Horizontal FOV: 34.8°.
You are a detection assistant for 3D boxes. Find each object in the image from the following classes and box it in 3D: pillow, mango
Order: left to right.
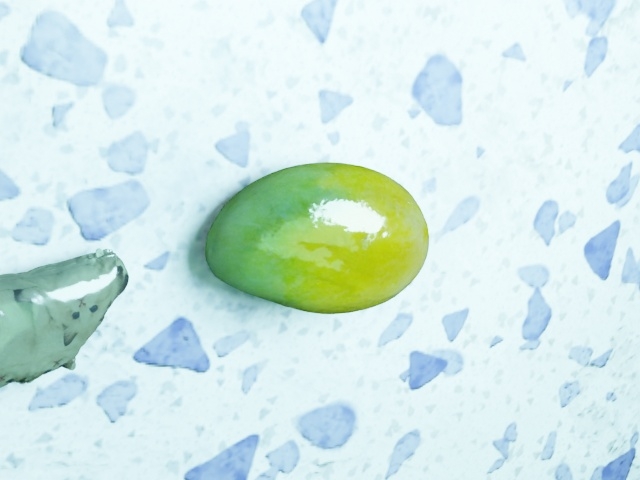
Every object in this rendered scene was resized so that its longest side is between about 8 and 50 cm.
[{"bbox_3d":[-0.246,0.074,0.727,0.241,0.051,0.093,-16,116,-30],"label":"pillow"},{"bbox_3d":[0.000,0.000,0.843,0.194,0.092,0.130,-8,114,-21],"label":"mango"}]
